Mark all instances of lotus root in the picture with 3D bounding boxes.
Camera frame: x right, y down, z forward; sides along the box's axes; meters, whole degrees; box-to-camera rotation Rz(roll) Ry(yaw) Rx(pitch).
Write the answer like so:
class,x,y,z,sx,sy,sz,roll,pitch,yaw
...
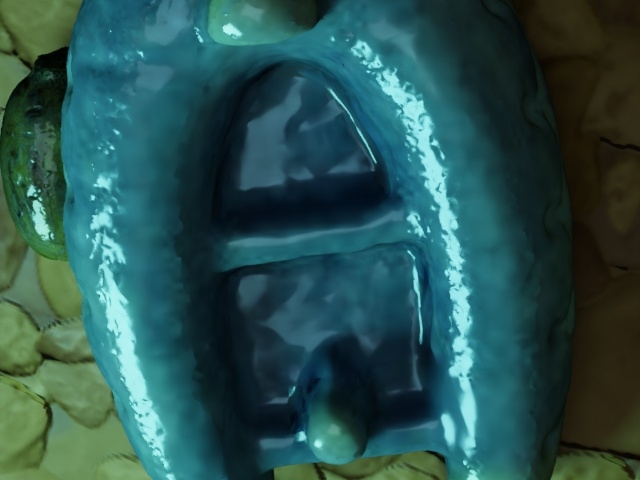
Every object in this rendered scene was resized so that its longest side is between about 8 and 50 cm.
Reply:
class,x,y,z,sx,sy,sz,roll,pitch,yaw
lotus root,-0.121,-0.039,0.792,0.049,0.054,0.099,-5,107,-9

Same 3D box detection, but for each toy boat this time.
class,x,y,z,sx,sy,sz,roll,pitch,yaw
toy boat,0.000,0.000,0.723,0.215,0.123,0.330,-5,107,2
